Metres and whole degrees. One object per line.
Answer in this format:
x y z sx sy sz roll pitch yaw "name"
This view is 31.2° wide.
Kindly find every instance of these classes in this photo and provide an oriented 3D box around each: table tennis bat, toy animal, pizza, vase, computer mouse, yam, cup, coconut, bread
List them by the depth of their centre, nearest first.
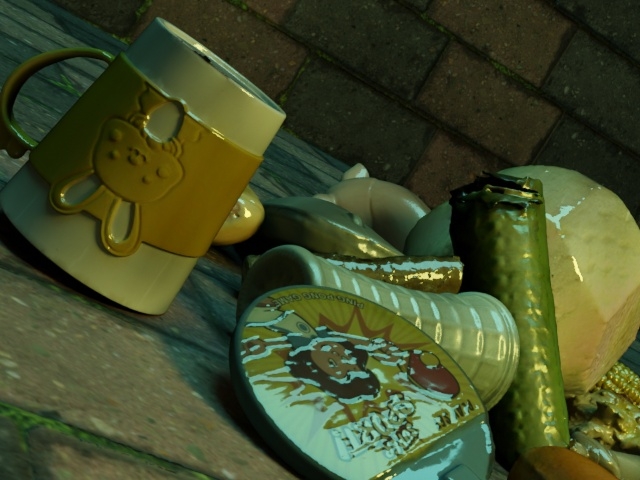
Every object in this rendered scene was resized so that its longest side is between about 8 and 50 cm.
0.062 0.153 0.915 0.215 0.044 0.329 -17 54 -46 "table tennis bat"
-0.174 -0.084 1.019 0.241 0.226 0.185 38 8 -4 "cup"
0.057 0.092 1.156 0.298 0.143 0.143 19 15 -42 "vase"
0.039 0.043 1.274 0.252 0.061 0.061 1 18 -16 "yam"
-0.162 -0.072 1.447 0.142 0.091 0.305 33 7 -22 "bread"
0.003 -0.006 1.457 0.197 0.095 0.331 25 -7 -18 "computer mouse"
0.282 0.056 1.569 0.352 0.353 0.352 30 9 -5 "coconut"
0.446 0.280 1.581 0.323 0.089 0.223 35 6 24 "pizza"
0.107 -0.013 1.840 0.250 0.154 0.166 30 16 13 "toy animal"

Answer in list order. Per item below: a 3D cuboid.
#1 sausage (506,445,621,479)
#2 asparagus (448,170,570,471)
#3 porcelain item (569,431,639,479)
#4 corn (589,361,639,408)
0.248 0.262 0.936 0.105 0.105 0.274 26 10 -31 "sausage"
0.214 0.099 1.301 0.108 0.128 0.382 16 61 -36 "asparagus"
0.327 0.264 1.343 0.213 0.054 0.084 25 8 -42 "porcelain item"
0.524 0.289 1.738 0.313 0.102 0.102 34 9 14 "corn"
